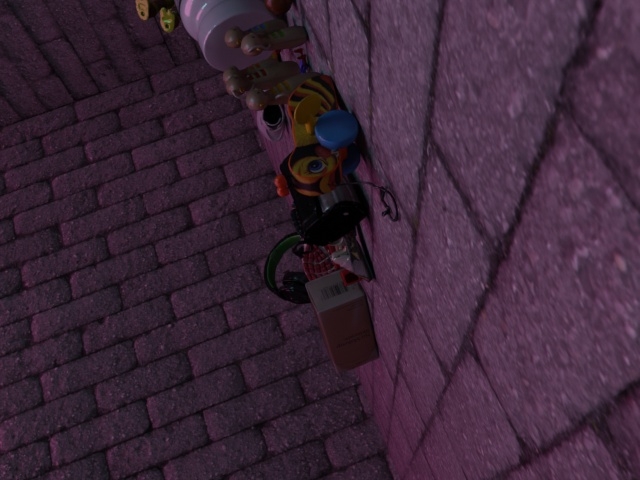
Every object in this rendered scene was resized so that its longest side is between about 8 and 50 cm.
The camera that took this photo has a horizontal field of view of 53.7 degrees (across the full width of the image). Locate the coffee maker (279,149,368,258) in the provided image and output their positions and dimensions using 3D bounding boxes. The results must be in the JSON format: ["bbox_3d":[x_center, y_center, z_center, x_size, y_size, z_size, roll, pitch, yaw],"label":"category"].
[{"bbox_3d":[-0.014,-0.090,1.249,0.120,0.171,0.178,47,-162,-57],"label":"coffee maker"}]

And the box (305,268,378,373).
[{"bbox_3d":[0.067,0.237,1.833,0.121,0.147,0.311,-116,6,-45],"label":"box"}]

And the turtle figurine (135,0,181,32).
[{"bbox_3d":[-0.355,-0.593,1.556,0.269,0.217,0.087,39,134,-2],"label":"turtle figurine"}]

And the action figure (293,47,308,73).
[{"bbox_3d":[-0.036,-0.340,1.306,0.038,0.030,0.115,60,172,35],"label":"action figure"}]

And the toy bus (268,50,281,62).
[{"bbox_3d":[-0.166,-0.492,1.648,0.191,0.104,0.202,85,165,-73],"label":"toy bus"}]

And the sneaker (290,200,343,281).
[{"bbox_3d":[0.000,0.000,1.869,0.112,0.120,0.299,-65,-37,-72],"label":"sneaker"}]

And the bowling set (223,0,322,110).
[{"bbox_3d":[-0.121,-0.372,1.205,0.287,0.154,0.200,37,142,57],"label":"bowling set"}]

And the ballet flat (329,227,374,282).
[{"bbox_3d":[0.054,0.004,1.405,0.077,0.079,0.222,-123,13,-64],"label":"ballet flat"}]

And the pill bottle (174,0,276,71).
[{"bbox_3d":[-0.227,-0.566,1.408,0.210,0.210,0.363,80,167,-65],"label":"pill bottle"}]

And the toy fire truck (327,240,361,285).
[{"bbox_3d":[0.050,0.026,1.716,0.135,0.047,0.192,151,99,-85],"label":"toy fire truck"}]

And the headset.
[{"bbox_3d":[-0.054,0.095,2.112,0.394,0.243,0.185,23,169,43],"label":"headset"}]

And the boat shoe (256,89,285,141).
[{"bbox_3d":[-0.160,-0.394,2.032,0.258,0.095,0.084,76,176,-58],"label":"boat shoe"}]

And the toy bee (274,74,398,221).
[{"bbox_3d":[-0.009,-0.147,1.033,0.298,0.162,0.195,-117,10,-52],"label":"toy bee"}]
